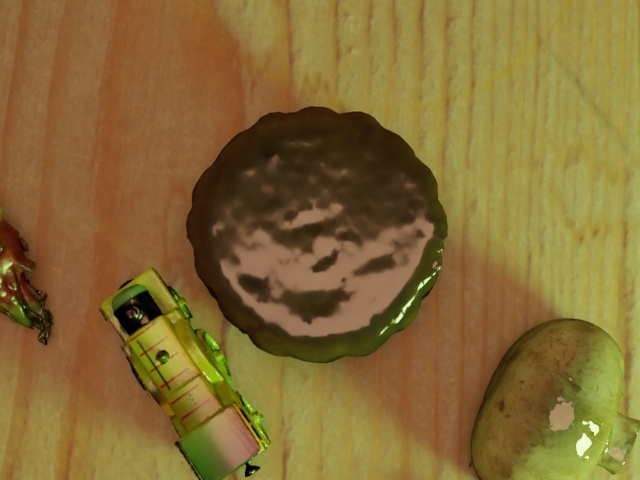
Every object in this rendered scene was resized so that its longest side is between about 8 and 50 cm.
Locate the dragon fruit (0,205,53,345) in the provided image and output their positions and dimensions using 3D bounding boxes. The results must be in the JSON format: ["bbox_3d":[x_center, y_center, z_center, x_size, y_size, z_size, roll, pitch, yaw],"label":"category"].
[{"bbox_3d":[-0.433,0.045,1.725,0.137,0.135,0.236,-30,100,-11],"label":"dragon fruit"}]

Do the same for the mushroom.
[{"bbox_3d":[0.302,0.225,1.668,0.195,0.189,0.254,26,90,5],"label":"mushroom"}]

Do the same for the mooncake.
[{"bbox_3d":[-0.001,0.000,1.702,0.324,0.187,0.324,0,79,1],"label":"mooncake"}]

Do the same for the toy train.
[{"bbox_3d":[-0.169,0.170,1.688,0.100,0.160,0.296,-35,83,1],"label":"toy train"}]
